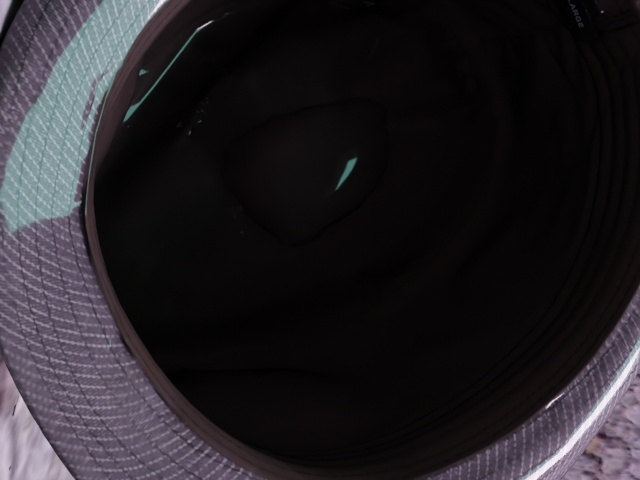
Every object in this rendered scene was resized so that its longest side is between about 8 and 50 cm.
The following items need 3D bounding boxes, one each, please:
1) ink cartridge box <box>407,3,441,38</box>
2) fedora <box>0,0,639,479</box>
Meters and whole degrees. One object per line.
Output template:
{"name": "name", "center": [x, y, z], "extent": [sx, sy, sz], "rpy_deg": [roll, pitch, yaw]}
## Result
{"name": "ink cartridge box", "center": [-0.019, -0.016, 0.802], "extent": [0.067, 0.115, 0.198], "rpy_deg": [-57, 161, -71]}
{"name": "fedora", "center": [-0.004, -0.017, 0.665], "extent": [0.275, 0.243, 0.124], "rpy_deg": [-43, -163, -21]}
